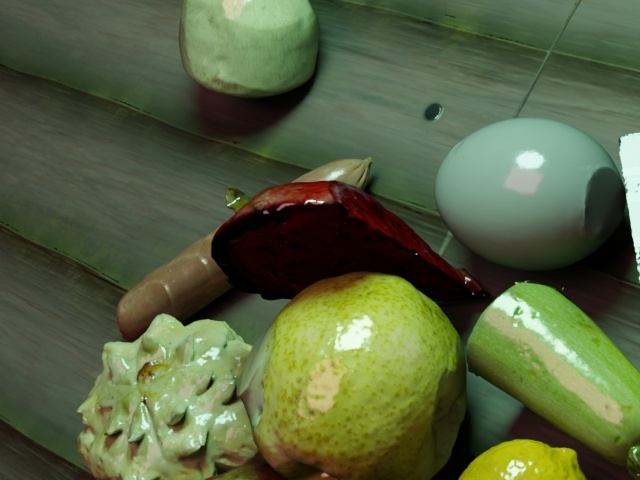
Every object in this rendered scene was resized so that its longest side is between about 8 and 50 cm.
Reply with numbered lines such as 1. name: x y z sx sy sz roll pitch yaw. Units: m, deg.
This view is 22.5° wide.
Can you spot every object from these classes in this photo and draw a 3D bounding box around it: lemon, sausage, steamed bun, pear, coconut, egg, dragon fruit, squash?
1. lemon: 0.202 0.288 1.686 0.187 0.142 0.142 -50 45 12
2. sausage: -0.108 0.011 2.130 0.433 0.088 0.088 -34 49 18
3. steamed bun: -0.190 0.215 2.007 0.292 0.137 0.295 23 67 39
4. pear: 0.043 0.172 1.788 0.271 0.271 0.271 -19 55 29
5. coconut: -0.100 -0.293 2.235 0.224 0.224 0.224 -19 55 29
6. egg: 0.232 -0.053 1.838 0.232 0.176 0.176 2 66 48
7. dragon fruit: 0.000 0.000 1.868 0.282 0.343 0.100 -12 64 32
8. squash: 0.303 0.164 1.716 0.287 0.137 0.137 37 90 33

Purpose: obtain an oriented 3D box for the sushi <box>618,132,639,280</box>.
1. sushi: 0.434 -0.025 1.749 0.192 0.050 0.215 -9 63 15

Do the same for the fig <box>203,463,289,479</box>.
1. fig: -0.088 0.359 1.852 0.205 0.205 0.205 -19 55 29
